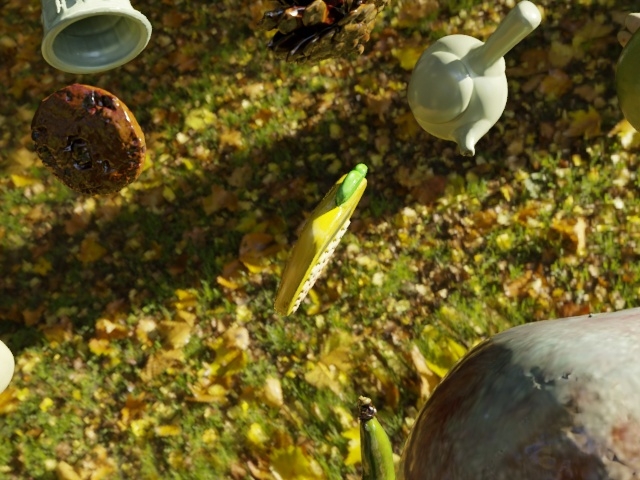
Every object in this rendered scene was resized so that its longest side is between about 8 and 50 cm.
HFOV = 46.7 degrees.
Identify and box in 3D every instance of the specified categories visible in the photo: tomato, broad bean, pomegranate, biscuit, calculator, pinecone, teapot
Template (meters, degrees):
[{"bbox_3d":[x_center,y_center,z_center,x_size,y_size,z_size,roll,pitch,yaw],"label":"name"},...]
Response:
[{"bbox_3d":[0.201,0.186,0.478,0.317,0.317,0.282,-12,85,15],"label":"tomato"},{"bbox_3d":[0.068,0.335,0.903,0.060,0.297,0.043,2,5,-8],"label":"broad bean"},{"bbox_3d":[0.435,-0.214,0.908,0.179,0.179,0.210,-43,53,-15],"label":"pomegranate"},{"bbox_3d":[-0.378,-0.161,1.212,0.192,0.192,0.049,-16,23,11],"label":"biscuit"},{"bbox_3d":[0.000,0.000,0.848,0.032,0.235,0.146,30,45,6],"label":"calculator"},{"bbox_3d":[-0.004,-0.402,1.272,0.229,0.202,0.201,-36,70,-2],"label":"pinecone"},{"bbox_3d":[0.282,-0.337,1.433,0.220,0.318,0.149,38,34,26],"label":"teapot"}]

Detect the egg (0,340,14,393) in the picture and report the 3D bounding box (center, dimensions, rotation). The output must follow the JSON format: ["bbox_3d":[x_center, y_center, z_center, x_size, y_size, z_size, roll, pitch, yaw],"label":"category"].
[{"bbox_3d":[-0.762,0.273,1.535,0.242,0.186,0.186,-4,45,-9],"label":"egg"}]

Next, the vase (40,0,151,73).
[{"bbox_3d":[-0.341,-0.391,1.000,0.143,0.143,0.298,-22,77,5],"label":"vase"}]
